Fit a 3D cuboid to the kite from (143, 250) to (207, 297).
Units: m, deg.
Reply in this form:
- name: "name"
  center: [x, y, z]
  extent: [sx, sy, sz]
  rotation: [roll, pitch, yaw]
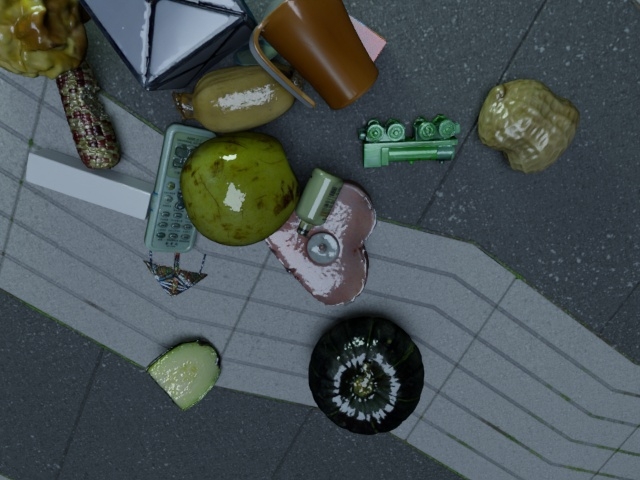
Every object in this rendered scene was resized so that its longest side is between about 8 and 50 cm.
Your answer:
- name: "kite"
  center: [-0.409, 0.092, 1.266]
  extent: [0.182, 0.010, 0.161]
  rotation: [12, 109, -5]

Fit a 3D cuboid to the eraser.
- name: "eraser"
  center: [-0.570, -0.143, 1.142]
  extent: [0.297, 0.078, 0.076]
  rotation: [19, 109, -7]

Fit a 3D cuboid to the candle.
- name: "candle"
  center: [0.000, 0.000, 1.179]
  extent: [0.286, 0.131, 0.318]
  rotation: [2, 101, 6]

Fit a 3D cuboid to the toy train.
- name: "toy train"
  center: [0.218, -0.242, 1.114]
  extent: [0.250, 0.085, 0.119]
  rotation: [-1, 116, 2]

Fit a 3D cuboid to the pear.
- name: "pear"
  center: [-0.183, -0.119, 1.044]
  extent: [0.283, 0.284, 0.284]
  rotation: [0, 110, 0]

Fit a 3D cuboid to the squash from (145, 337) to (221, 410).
- name: "squash"
  center: [-0.396, 0.376, 1.349]
  extent: [0.184, 0.085, 0.192]
  rotation: [-38, 111, -17]

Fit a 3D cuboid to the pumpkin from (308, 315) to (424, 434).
- name: "pumpkin"
  center: [0.125, 0.370, 1.251]
  extent: [0.322, 0.241, 0.324]
  rotation: [1, 97, 8]

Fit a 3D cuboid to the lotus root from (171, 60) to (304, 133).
- name: "lotus root"
  center: [-0.181, -0.328, 1.042]
  extent: [0.302, 0.146, 0.131]
  rotation: [-12, 141, 2]

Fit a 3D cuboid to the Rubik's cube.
- name: "Rubik's cube"
  center: [-0.298, -0.483, 0.925]
  extent: [0.254, 0.260, 0.259]
  rotation: [-32, 110, 11]

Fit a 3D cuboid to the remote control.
- name: "remote control"
  center: [-0.358, -0.127, 1.149]
  extent: [0.127, 0.065, 0.336]
  rotation: [6, 113, -33]

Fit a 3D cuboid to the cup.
- name: "cup"
  center: [-0.015, -0.401, 0.943]
  extent: [0.226, 0.182, 0.264]
  rotation: [-48, 114, -14]

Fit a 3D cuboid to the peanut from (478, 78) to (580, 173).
- name: "peanut"
  center: [0.493, -0.279, 1.085]
  extent: [0.232, 0.110, 0.197]
  rotation: [32, 107, -13]

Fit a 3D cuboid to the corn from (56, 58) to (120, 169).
- name: "corn"
  center: [-0.556, -0.311, 1.073]
  extent: [0.098, 0.098, 0.290]
  rotation: [-8, 107, 3]

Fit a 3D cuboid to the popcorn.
- name: "popcorn"
  center: [-0.601, -0.483, 0.907]
  extent: [0.332, 0.225, 0.265]
  rotation: [41, 105, 31]

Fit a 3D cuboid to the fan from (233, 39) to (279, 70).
- name: "fan"
  center: [-0.129, -0.409, 1.008]
  extent: [0.113, 0.175, 0.005]
  rotation: [-28, 139, -11]

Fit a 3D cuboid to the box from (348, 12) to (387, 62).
- name: "box"
  center: [0.052, -0.460, 1.045]
  extent: [0.175, 0.048, 0.112]
  rotation: [32, 109, -12]

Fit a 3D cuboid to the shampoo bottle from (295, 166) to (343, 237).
- name: "shampoo bottle"
  center: [-0.012, -0.085, 1.059]
  extent: [0.079, 0.079, 0.162]
  rotation: [24, 105, -9]
